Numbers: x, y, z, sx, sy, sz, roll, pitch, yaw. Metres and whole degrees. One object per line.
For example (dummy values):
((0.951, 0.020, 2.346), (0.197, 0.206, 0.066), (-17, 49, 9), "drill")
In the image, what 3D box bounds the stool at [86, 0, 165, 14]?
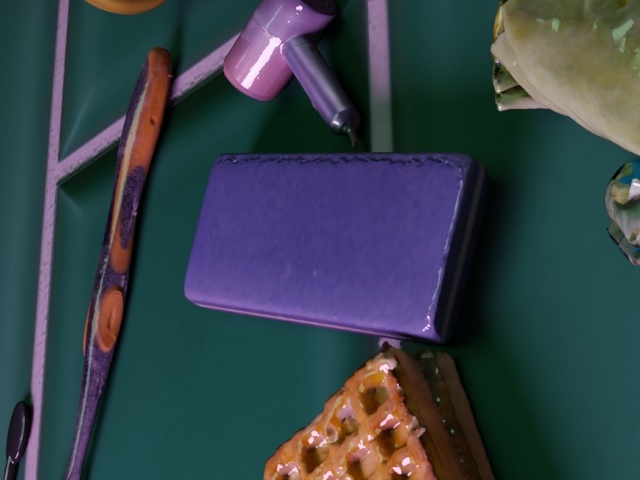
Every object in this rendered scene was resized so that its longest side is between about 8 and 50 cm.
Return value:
((-0.094, -0.200, 0.843), (0.110, 0.134, 0.135), (-14, 109, 48), "stool")

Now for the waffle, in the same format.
((0.032, 0.126, 0.587), (0.102, 0.042, 0.148), (-47, 43, 29), "waffle")

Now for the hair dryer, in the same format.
((-0.007, -0.082, 0.742), (0.063, 0.037, 0.114), (-53, 47, 26), "hair dryer")

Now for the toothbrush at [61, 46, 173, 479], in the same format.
((-0.128, 0.037, 0.855), (0.031, 0.023, 0.321), (4, 78, 50), "toothbrush")

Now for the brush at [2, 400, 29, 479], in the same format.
((-0.196, 0.143, 0.910), (0.024, 0.008, 0.083), (-9, 68, 49), "brush")

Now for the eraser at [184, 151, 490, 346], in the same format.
((0.000, 0.000, 0.690), (0.225, 0.036, 0.082), (4, 78, 54), "eraser")

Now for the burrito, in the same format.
((0.143, -0.033, 0.507), (0.288, 0.054, 0.104), (36, 107, 51), "burrito")
